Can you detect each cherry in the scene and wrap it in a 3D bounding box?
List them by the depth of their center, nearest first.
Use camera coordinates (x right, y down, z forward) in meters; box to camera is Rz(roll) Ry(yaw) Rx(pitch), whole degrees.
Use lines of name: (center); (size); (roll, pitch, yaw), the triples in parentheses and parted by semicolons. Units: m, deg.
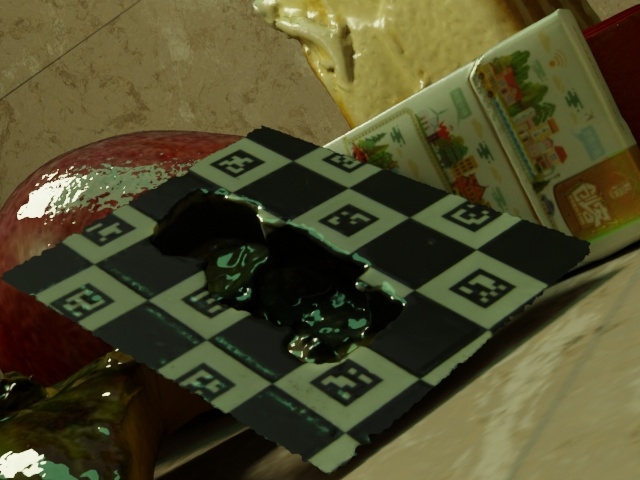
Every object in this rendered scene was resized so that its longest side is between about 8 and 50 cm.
cherry: (-0.099, 0.028, 0.799); (0.239, 0.206, 0.239); (4, 7, 0)

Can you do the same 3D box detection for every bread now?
bread: (0.177, -0.250, 1.497); (0.279, 0.390, 0.371); (-37, -1, 31)

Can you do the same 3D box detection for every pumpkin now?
pumpkin: (-0.162, 0.120, 0.609); (0.290, 0.095, 0.258); (-24, 0, 21)

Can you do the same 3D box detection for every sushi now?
sushi: (-0.011, 0.030, 0.571); (0.215, 0.051, 0.192); (24, 43, 35)

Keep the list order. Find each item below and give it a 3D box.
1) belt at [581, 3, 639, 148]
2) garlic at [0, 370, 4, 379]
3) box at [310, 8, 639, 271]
belt: (0.165, -0.071, 0.775); (0.227, 0.115, 0.324); (-26, 4, 5)
garlic: (-0.392, 0.137, 1.019); (0.317, 0.259, 0.317); (-27, 7, 3)
box: (0.064, -0.018, 0.637); (0.220, 0.122, 0.032); (-28, -4, 31)
